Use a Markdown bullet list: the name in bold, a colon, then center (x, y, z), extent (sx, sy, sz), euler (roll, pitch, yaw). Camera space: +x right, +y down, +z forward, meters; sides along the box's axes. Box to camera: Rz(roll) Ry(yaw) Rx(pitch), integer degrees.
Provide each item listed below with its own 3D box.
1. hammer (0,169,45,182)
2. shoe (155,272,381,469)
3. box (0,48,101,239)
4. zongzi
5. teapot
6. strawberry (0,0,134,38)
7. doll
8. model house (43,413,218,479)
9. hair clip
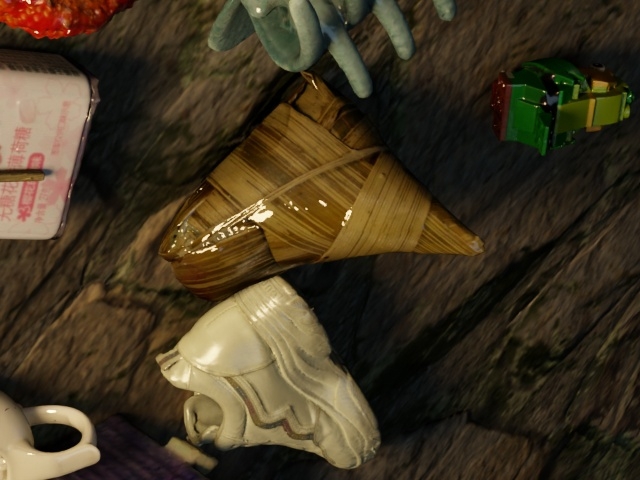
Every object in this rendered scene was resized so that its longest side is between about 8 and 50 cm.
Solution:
- **hammer**: center (-0.391, -0.056, 1.735), extent (0.292, 0.029, 0.058), euler (-3, 119, -38)
- **shoe**: center (-0.067, 0.188, 2.200), extent (0.211, 0.132, 0.342), euler (-33, 133, -2)
- **box**: center (-0.406, -0.101, 1.787), extent (0.370, 0.112, 0.190), euler (2, 115, -39)
- **zongzi**: center (0.000, 0.000, 2.023), extent (0.286, 0.288, 0.134), euler (-46, 160, 0)
- **teapot**: center (-0.388, 0.243, 1.977), extent (0.300, 0.166, 0.208), euler (-19, 114, -14)
- **strawberry**: center (-0.267, -0.271, 1.795), extent (0.236, 0.107, 0.175), euler (30, 60, -44)
- **doll**: center (0.294, -0.166, 2.231), extent (0.186, 0.134, 0.106), euler (-17, 123, -34)
- **model house**: center (-0.197, 0.367, 2.141), extent (0.312, 0.245, 0.280), euler (33, 87, -44)
- **hair clip**: center (0.025, -0.317, 1.812), extent (0.318, 0.238, 0.392), euler (-43, 145, -13)
